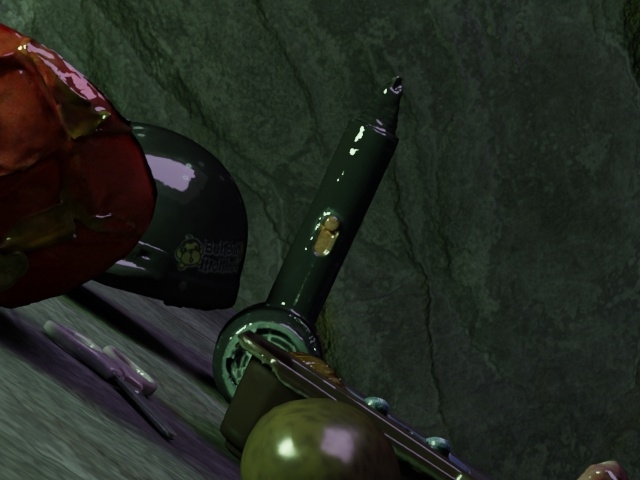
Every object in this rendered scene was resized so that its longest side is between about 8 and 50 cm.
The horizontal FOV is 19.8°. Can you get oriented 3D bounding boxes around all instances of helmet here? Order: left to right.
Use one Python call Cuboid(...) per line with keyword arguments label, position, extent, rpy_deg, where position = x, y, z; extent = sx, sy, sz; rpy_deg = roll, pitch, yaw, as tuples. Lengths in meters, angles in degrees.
Cuboid(label="helmet", position=(-0.182, -0.035, 1.755), extent=(0.231, 0.160, 0.279), rpy_deg=(21, 1, 32))

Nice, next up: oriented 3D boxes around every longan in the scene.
Cuboid(label="longan", position=(0.002, 0.146, 1.121), extent=(0.113, 0.092, 0.113), rpy_deg=(44, 2, -2))

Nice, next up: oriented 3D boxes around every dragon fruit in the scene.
Cuboid(label="dragon fruit", position=(-0.233, -0.025, 1.188), extent=(0.224, 0.148, 0.218), rpy_deg=(25, -34, 15))

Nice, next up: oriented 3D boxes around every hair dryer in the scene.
Cuboid(label="hair dryer", position=(0.000, 0.000, 1.758), extent=(0.107, 0.352, 0.189), rpy_deg=(24, 1, -1))

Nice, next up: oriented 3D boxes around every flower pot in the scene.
Cuboid(label="flower pot", position=(0.023, 0.171, 1.408), extent=(0.251, 0.084, 0.179), rpy_deg=(33, 0, 1))

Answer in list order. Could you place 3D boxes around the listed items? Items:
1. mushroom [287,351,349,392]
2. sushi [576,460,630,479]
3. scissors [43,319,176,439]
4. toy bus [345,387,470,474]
Cuboid(label="mushroom", position=(-0.013, 0.147, 1.601), extent=(0.109, 0.085, 0.126), rpy_deg=(32, -11, -20))
Cuboid(label="sushi", position=(0.221, 0.251, 1.206), extent=(0.236, 0.170, 0.270), rpy_deg=(34, 4, 43))
Cuboid(label="scissors", position=(-0.136, 0.104, 1.297), extent=(0.100, 0.015, 0.189), rpy_deg=(33, 2, -30))
Cuboid(label="toy bus", position=(0.062, 0.204, 1.728), extent=(0.190, 0.064, 0.075), rpy_deg=(34, -38, -31))
